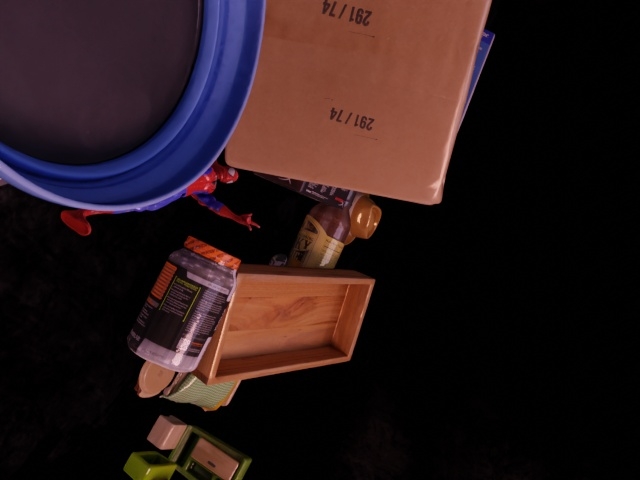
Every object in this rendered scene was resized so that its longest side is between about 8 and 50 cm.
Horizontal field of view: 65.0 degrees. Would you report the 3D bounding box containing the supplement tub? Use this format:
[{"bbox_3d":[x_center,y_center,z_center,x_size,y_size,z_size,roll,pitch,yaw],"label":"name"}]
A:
[{"bbox_3d":[-0.206,0.096,0.783,0.190,0.117,0.117,-63,157,-5],"label":"supplement tub"}]

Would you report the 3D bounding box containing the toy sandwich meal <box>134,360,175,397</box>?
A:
[{"bbox_3d":[-0.282,0.224,0.856,0.086,0.029,0.085,-30,127,-51],"label":"toy sandwich meal"}]

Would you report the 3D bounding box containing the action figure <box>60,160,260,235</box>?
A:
[{"bbox_3d":[-0.179,-0.062,0.678,0.280,0.139,0.091,-29,139,-59],"label":"action figure"}]

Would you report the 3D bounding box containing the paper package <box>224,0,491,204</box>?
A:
[{"bbox_3d":[0.044,-0.238,0.709,0.168,0.325,0.309,-69,169,-57],"label":"paper package"}]

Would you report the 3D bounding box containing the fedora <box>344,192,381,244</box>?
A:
[{"bbox_3d":[0.114,-0.064,1.375,0.194,0.079,0.194,-47,149,-39],"label":"fedora"}]

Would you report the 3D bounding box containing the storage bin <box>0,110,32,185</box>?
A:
[{"bbox_3d":[-0.306,-0.097,0.429,0.091,0.098,0.135,-38,146,-30],"label":"storage bin"}]

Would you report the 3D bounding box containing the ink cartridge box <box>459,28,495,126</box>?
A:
[{"bbox_3d":[0.248,-0.332,1.167,0.395,0.151,0.270,-61,180,-28],"label":"ink cartridge box"}]

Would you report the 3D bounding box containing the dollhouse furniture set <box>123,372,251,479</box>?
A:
[{"bbox_3d":[-0.201,0.339,0.978,0.301,0.152,0.197,-62,157,-11],"label":"dollhouse furniture set"}]

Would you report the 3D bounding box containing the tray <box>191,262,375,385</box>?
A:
[{"bbox_3d":[-0.058,0.156,1.013,0.411,0.076,0.202,7,102,-51],"label":"tray"}]

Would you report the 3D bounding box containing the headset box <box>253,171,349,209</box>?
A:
[{"bbox_3d":[0.017,-0.225,0.971,0.218,0.110,0.293,12,101,-67],"label":"headset box"}]

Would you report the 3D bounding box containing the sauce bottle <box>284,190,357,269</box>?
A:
[{"bbox_3d":[0.000,0.000,1.153,0.344,0.112,0.111,-67,157,-3],"label":"sauce bottle"}]

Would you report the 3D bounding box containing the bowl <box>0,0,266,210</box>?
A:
[{"bbox_3d":[-0.175,-0.221,0.419,0.391,0.077,0.390,14,90,-69],"label":"bowl"}]

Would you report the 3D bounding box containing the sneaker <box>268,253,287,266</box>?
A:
[{"bbox_3d":[-0.102,0.065,1.099,0.083,0.031,0.035,-54,168,-18],"label":"sneaker"}]
